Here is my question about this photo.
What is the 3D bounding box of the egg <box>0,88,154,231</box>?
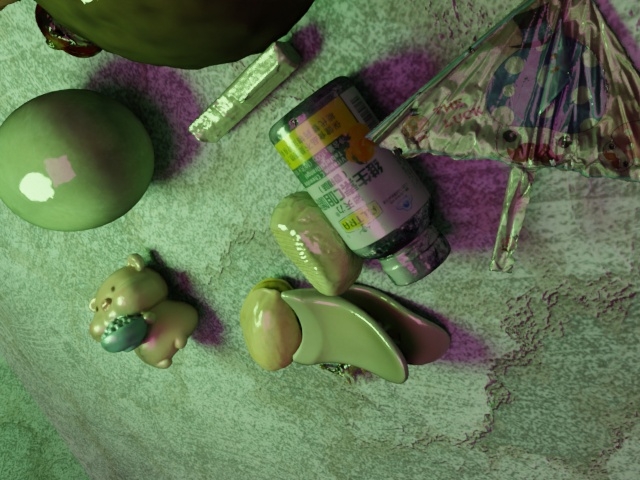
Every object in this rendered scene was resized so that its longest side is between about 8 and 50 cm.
[{"bbox_3d":[-0.462,-0.144,1.002,0.352,0.258,0.258,-4,119,37],"label":"egg"}]

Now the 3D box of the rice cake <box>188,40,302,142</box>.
[{"bbox_3d":[-0.123,-0.228,0.842,0.256,0.057,0.052,-28,77,43],"label":"rice cake"}]

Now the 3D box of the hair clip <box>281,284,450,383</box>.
[{"bbox_3d":[0.080,0.168,0.965,0.282,0.113,0.172,13,126,33],"label":"hair clip"}]

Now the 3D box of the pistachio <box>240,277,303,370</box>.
[{"bbox_3d":[-0.101,0.173,1.074,0.145,0.117,0.200,6,125,17],"label":"pistachio"}]

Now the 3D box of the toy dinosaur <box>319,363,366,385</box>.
[{"bbox_3d":[0.063,0.267,1.089,0.180,0.037,0.058,-27,108,44],"label":"toy dinosaur"}]

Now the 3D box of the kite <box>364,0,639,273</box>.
[{"bbox_3d":[0.252,-0.124,0.631,0.406,0.014,0.368,10,114,12],"label":"kite"}]

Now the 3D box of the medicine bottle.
[{"bbox_3d":[0.065,-0.076,0.765,0.141,0.141,0.293,-28,104,44],"label":"medicine bottle"}]

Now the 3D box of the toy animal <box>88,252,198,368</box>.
[{"bbox_3d":[-0.404,0.175,1.254,0.221,0.229,0.210,26,115,-40],"label":"toy animal"}]

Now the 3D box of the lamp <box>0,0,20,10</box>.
[{"bbox_3d":[-0.526,-0.479,0.813,0.305,0.239,0.305,-4,77,19],"label":"lamp"}]

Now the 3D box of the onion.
[{"bbox_3d":[-0.423,-0.367,0.916,0.119,0.118,0.117,-20,119,42],"label":"onion"}]

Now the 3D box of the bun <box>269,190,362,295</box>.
[{"bbox_3d":[0.000,0.000,0.872,0.188,0.111,0.164,53,169,-13],"label":"bun"}]

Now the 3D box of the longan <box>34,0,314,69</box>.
[{"bbox_3d":[-0.159,-0.374,0.549,0.391,0.391,0.391,18,130,23],"label":"longan"}]
